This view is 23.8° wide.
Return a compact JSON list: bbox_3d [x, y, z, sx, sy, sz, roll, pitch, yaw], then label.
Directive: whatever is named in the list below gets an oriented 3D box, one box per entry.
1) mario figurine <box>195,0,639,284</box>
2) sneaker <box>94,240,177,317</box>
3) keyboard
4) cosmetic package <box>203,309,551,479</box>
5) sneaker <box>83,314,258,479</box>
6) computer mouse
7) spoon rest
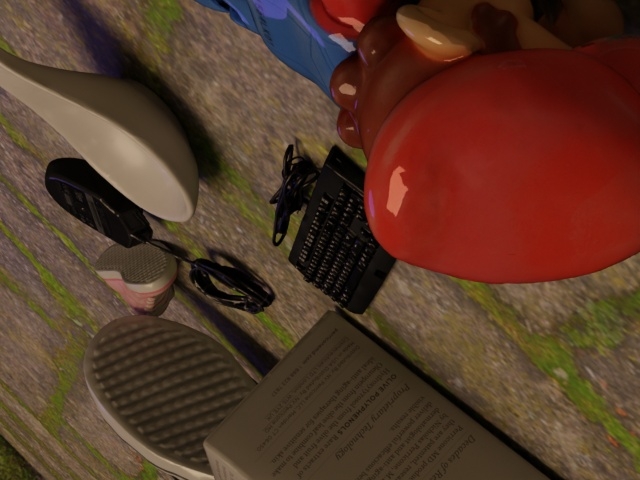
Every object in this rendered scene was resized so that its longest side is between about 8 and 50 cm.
[{"bbox_3d":[0.047,-0.109,0.681,0.320,0.170,0.198,44,-162,32],"label":"mario figurine"},{"bbox_3d":[-0.150,0.040,1.376,0.070,0.051,0.134,49,160,-24],"label":"sneaker"},{"bbox_3d":[0.000,0.000,1.031,0.100,0.038,0.192,42,158,8],"label":"keyboard"},{"bbox_3d":[0.099,0.246,1.139,0.365,0.155,0.197,36,158,20],"label":"cosmetic package"},{"bbox_3d":[-0.072,0.188,1.365,0.321,0.126,0.127,30,157,17],"label":"sneaker"},{"bbox_3d":[-0.135,-0.009,1.284,0.242,0.041,0.071,31,154,19],"label":"computer mouse"},{"bbox_3d":[-0.186,-0.115,1.102,0.276,0.084,0.137,54,158,-20],"label":"spoon rest"}]
